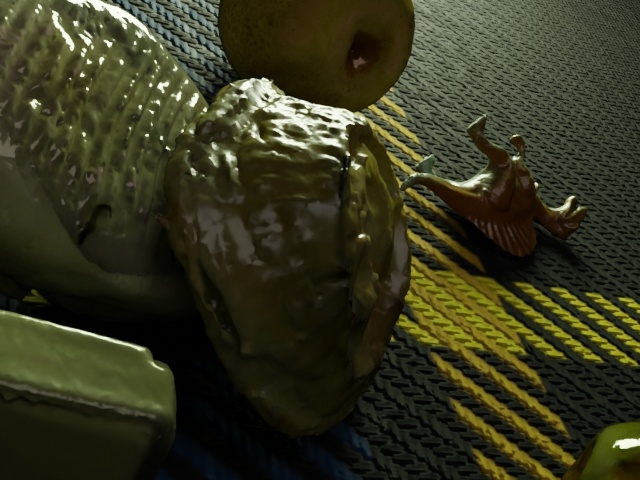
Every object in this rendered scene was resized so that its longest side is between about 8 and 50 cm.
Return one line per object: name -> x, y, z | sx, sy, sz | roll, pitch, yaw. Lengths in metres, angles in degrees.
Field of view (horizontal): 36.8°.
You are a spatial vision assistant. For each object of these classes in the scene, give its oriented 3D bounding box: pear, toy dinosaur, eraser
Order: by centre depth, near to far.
eraser -> -0.162, 0.083, 0.426 | 0.172, 0.117, 0.058 | 18, 33, -19
pear -> -0.008, -0.194, 0.851 | 0.178, 0.178, 0.178 | 20, 37, -16
toy dinosaur -> 0.152, -0.030, 0.867 | 0.212, 0.057, 0.142 | -36, 91, -41

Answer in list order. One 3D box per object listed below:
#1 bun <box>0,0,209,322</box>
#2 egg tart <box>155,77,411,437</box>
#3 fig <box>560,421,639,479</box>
bun -> -0.146, -0.044, 0.570 | 0.237, 0.116, 0.209 | 42, 34, -43
egg tart -> 0.000, 0.000, 0.590 | 0.252, 0.098, 0.231 | 3, 74, -66
fig -> 0.187, 0.173, 0.547 | 0.144, 0.165, 0.154 | -39, 38, -19
